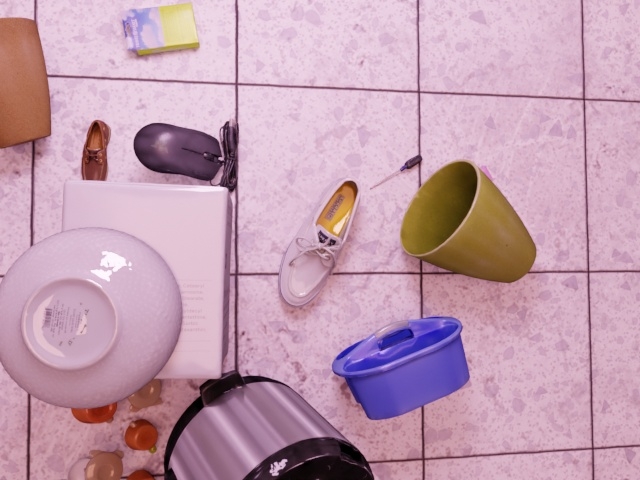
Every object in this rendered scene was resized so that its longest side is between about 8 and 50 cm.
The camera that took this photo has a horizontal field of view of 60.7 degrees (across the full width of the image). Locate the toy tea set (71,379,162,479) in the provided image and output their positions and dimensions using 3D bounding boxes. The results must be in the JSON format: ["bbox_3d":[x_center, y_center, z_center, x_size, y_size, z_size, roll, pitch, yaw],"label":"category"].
[{"bbox_3d":[-0.493,0.482,1.327,0.199,0.124,0.336,0,84,-38],"label":"toy tea set"}]

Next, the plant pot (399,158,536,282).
[{"bbox_3d":[0.406,-0.016,1.407,0.293,0.274,0.275,30,84,-21],"label":"plant pot"}]

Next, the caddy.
[{"bbox_3d":[0.198,0.290,1.357,0.341,0.241,0.179,-20,97,-9],"label":"caddy"}]

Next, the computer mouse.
[{"bbox_3d":[-0.310,-0.220,1.327,0.272,0.072,0.189,3,91,-36],"label":"computer mouse"}]

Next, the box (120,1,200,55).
[{"bbox_3d":[-0.407,-0.539,1.395,0.178,0.042,0.109,-11,89,-9],"label":"box"}]

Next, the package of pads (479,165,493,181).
[{"bbox_3d":[0.432,-0.166,1.513,0.083,0.032,0.050,-30,91,-9],"label":"package of pads"}]

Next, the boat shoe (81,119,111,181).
[{"bbox_3d":[-0.559,-0.212,1.350,0.064,0.060,0.178,6,87,-8],"label":"boat shoe"}]

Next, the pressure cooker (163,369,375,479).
[{"bbox_3d":[-0.129,0.502,1.169,0.375,0.420,0.370,25,90,-35],"label":"pressure cooker"}]

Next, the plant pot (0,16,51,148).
[{"bbox_3d":[-0.732,-0.352,1.267,0.237,0.237,0.255,-18,106,-9],"label":"plant pot"}]

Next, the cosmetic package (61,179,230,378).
[{"bbox_3d":[-0.370,0.085,1.231,0.327,0.329,0.394,2,88,-7],"label":"cosmetic package"}]

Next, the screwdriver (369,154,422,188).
[{"bbox_3d":[0.207,-0.182,1.485,0.169,0.024,0.025,-36,65,-7],"label":"screwdriver"}]

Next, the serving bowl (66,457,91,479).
[{"bbox_3d":[-0.571,0.570,1.333,0.083,0.027,0.084,0,87,-9],"label":"serving bowl"}]

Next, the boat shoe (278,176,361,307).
[{"bbox_3d":[0.008,0.003,1.379,0.135,0.156,0.367,30,83,-6],"label":"boat shoe"}]

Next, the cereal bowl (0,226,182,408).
[{"bbox_3d":[-0.427,0.142,0.987,0.338,0.141,0.339,0,89,-7],"label":"cereal bowl"}]
